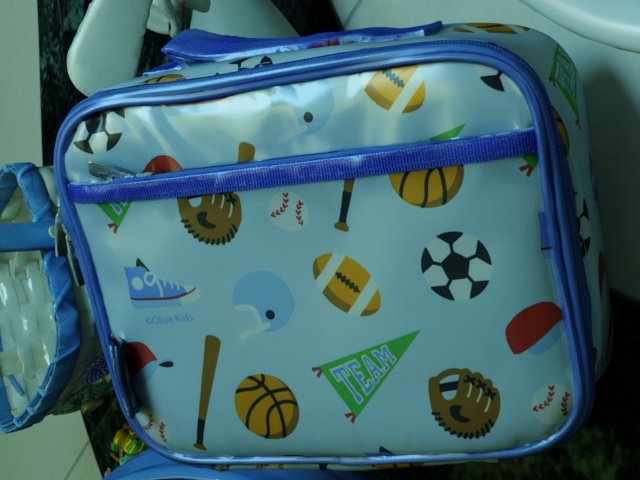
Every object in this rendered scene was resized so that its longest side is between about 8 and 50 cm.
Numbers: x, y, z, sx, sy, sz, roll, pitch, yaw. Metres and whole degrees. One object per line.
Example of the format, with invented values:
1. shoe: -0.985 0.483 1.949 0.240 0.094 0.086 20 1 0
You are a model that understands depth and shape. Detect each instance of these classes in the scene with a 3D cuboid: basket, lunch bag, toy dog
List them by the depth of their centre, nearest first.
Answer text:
1. lunch bag: 0.000 0.000 0.764 0.303 0.115 0.243 -5 107 23
2. toy dog: -0.087 -0.106 0.909 0.334 0.161 0.220 49 151 11
3. basket: -0.267 0.051 1.191 0.255 0.289 0.201 -52 48 54

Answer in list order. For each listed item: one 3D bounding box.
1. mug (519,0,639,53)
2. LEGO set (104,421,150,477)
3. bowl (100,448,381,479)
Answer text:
1. mug: 0.154 -0.166 0.349 0.374 0.276 0.328 -6 111 52
2. LEGO set: -0.138 0.254 1.199 0.287 0.107 0.132 59 142 34
3. bowl: -0.056 0.326 0.939 0.391 0.077 0.391 4 98 30
